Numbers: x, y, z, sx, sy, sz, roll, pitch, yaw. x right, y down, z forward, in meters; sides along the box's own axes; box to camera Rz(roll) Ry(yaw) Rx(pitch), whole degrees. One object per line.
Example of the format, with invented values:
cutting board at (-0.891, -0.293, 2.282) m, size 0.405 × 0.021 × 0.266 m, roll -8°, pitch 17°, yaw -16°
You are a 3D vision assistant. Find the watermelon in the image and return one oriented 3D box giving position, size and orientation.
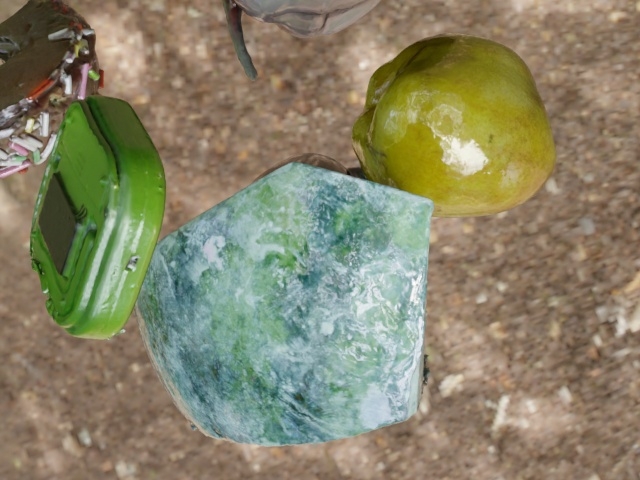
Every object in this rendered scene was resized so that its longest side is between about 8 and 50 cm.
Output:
watermelon at (0.001, 0.042, 1.194) m, size 0.387 × 0.258 × 0.228 m, roll -21°, pitch 95°, yaw 45°

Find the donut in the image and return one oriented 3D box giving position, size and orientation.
donut at (-0.448, -0.200, 1.887) m, size 0.259 × 0.345 × 0.136 m, roll 33°, pitch 156°, yaw 41°

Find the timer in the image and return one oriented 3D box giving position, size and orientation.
timer at (-0.139, -0.015, 0.808) m, size 0.128 × 0.047 × 0.140 m, roll -67°, pitch 31°, yaw 23°

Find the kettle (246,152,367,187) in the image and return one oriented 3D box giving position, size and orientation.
kettle at (0.000, 0.000, 1.720) m, size 0.268 × 0.290 × 0.207 m, roll -1°, pitch 126°, yaw 18°

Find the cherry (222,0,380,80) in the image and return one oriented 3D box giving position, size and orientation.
cherry at (-0.025, -0.384, 1.446) m, size 0.326 × 0.335 × 0.291 m, roll 53°, pitch -176°, yaw -33°

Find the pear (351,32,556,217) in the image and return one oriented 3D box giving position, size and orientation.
pear at (0.134, -0.110, 1.313) m, size 0.200 × 0.200 × 0.200 m, roll 15°, pitch 111°, yaw 44°
